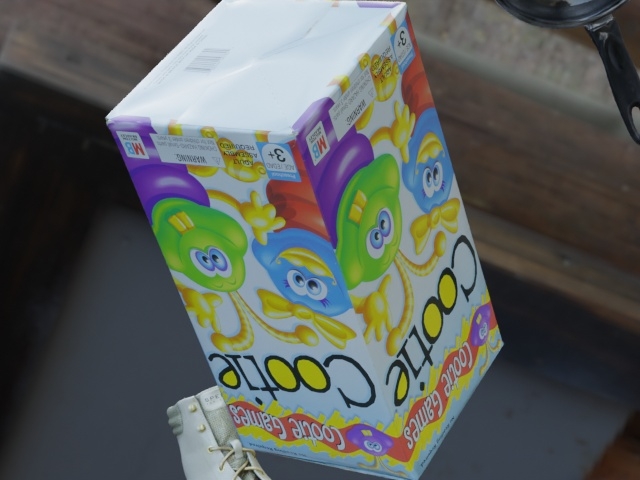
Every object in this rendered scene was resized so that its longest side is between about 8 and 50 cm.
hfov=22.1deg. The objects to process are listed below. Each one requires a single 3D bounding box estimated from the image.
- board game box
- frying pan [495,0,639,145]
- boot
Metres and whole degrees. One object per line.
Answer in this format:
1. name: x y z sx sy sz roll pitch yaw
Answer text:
1. board game box: 0.000 0.000 1.047 0.144 0.142 0.275 -52 -44 -38
2. frying pan: 0.280 -0.263 1.594 0.197 0.326 0.053 -46 28 8
3. boot: -0.083 0.227 1.663 0.213 0.077 0.165 -19 83 55
